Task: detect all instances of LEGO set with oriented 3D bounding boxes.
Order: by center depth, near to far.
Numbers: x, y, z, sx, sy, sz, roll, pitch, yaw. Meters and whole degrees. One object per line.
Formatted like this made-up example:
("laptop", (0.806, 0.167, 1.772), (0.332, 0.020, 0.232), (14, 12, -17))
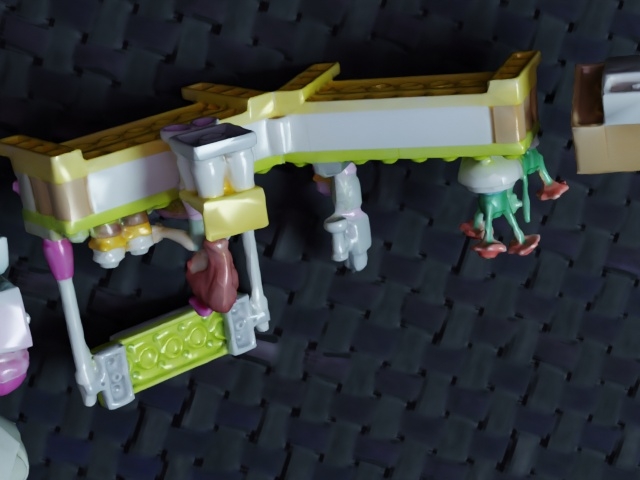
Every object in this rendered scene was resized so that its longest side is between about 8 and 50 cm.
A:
("LEGO set", (0.000, 0.000, 0.483), (0.287, 0.132, 0.107), (-12, 109, -13))

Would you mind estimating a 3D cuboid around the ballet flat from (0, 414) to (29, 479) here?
("ballet flat", (-0.146, 0.121, 0.497), (0.096, 0.095, 0.280), (-26, 113, -14))
